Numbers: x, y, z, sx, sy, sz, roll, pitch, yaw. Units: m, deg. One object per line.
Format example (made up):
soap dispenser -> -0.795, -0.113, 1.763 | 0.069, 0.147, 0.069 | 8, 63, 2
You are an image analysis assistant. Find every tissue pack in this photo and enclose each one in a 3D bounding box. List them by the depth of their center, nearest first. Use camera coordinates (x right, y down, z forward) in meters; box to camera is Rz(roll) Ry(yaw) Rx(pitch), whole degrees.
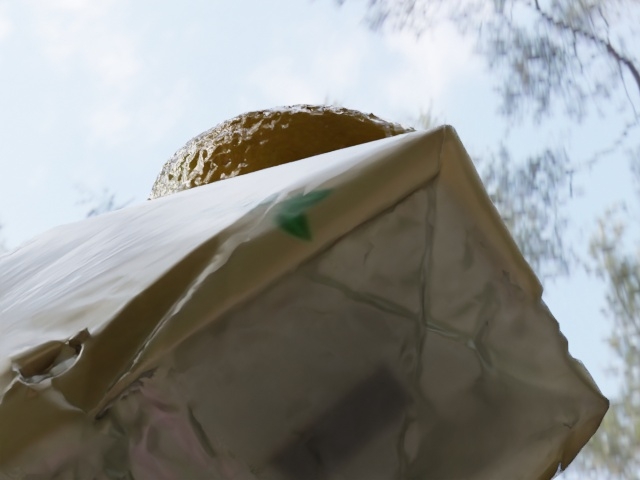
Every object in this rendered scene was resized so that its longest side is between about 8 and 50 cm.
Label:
tissue pack -> -0.069, 0.059, 0.416 | 0.186, 0.222, 0.090 | -35, -78, -24

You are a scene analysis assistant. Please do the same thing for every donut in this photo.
donut -> 0.000, 0.000, 0.729 | 0.152, 0.152, 0.058 | 8, -115, 3
